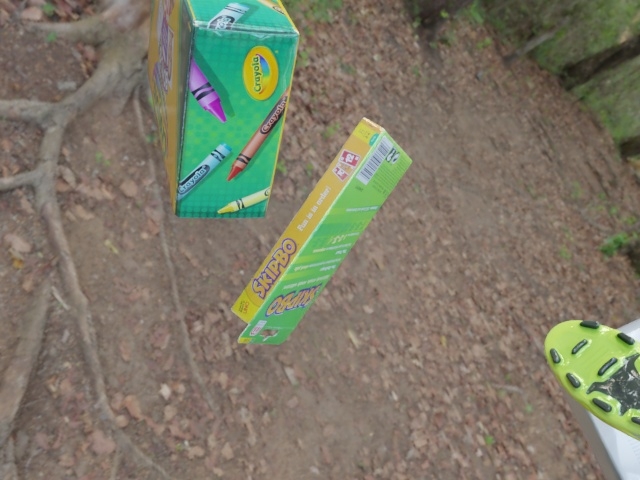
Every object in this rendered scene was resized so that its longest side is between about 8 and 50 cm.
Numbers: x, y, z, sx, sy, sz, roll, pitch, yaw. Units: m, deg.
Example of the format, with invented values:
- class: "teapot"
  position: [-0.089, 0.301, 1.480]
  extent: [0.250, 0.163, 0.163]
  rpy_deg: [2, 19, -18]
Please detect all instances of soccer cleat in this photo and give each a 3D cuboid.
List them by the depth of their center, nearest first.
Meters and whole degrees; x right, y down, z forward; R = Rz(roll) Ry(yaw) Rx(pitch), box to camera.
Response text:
- class: "soccer cleat"
  position: [0.352, 0.183, 0.747]
  extent: [0.289, 0.093, 0.121]
  rpy_deg: [34, -14, 39]

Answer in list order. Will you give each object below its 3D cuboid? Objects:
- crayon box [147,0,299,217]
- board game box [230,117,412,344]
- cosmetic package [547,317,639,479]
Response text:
- class: "crayon box"
  position: [-0.100, -0.165, 0.662]
  extent: [0.081, 0.165, 0.278]
  rpy_deg: [0, 37, -19]
- class: "board game box"
  position: [0.000, 0.000, 0.788]
  extent: [0.039, 0.259, 0.124]
  rpy_deg: [34, 4, 21]
- class: "cosmetic package"
  position: [0.555, 0.219, 1.021]
  extent: [0.097, 0.377, 0.284]
  rpy_deg: [84, -18, -84]
